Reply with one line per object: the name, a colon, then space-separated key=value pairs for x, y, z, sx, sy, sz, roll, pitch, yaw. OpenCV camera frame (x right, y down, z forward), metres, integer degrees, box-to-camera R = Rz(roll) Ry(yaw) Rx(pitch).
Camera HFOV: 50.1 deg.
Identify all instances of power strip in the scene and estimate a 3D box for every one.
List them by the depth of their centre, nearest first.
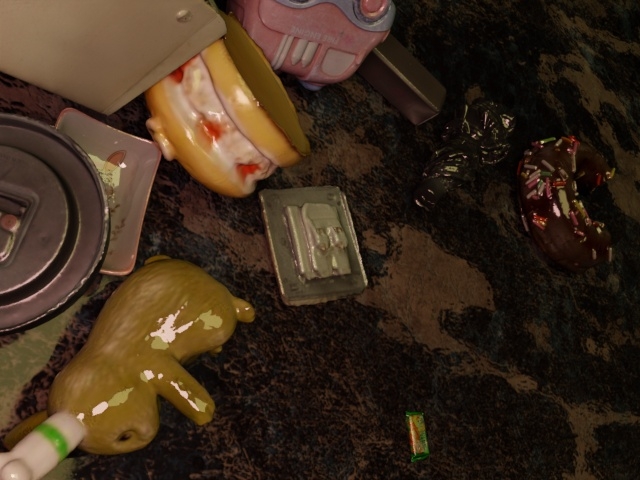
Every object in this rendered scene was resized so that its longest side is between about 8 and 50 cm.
power strip: x=0.000 y=0.000 z=1.192 sx=0.198 sy=0.065 sz=0.213 roll=-9 pitch=79 yaw=-41

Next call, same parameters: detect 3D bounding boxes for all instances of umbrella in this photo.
umbrella: x=0.299 y=-0.198 z=1.460 sx=0.337 sy=0.128 sz=0.154 roll=-34 pitch=99 yaw=-37

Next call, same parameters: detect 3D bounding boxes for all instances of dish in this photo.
dish: x=-0.322 y=-0.058 z=0.953 sx=0.151 sy=0.077 sz=0.212 roll=21 pitch=63 yaw=-29

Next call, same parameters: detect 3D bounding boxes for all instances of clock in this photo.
clock: x=-0.394 y=-0.018 z=0.822 sx=0.281 sy=0.055 sz=0.280 roll=3 pitch=74 yaw=-9

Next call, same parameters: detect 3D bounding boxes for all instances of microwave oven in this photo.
microwave oven: x=-0.330 y=-0.406 z=0.840 sx=0.394 sy=0.247 sz=0.333 roll=62 pitch=17 yaw=18

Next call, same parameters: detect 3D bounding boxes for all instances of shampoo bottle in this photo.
shampoo bottle: x=0.150 y=-0.350 z=1.421 sx=0.246 sy=0.080 sz=0.079 roll=38 pitch=54 yaw=-21

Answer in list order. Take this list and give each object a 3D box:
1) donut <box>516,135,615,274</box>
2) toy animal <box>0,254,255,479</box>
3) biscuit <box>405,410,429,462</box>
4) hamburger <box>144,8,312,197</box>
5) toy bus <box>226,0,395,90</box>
donut: x=0.592 y=-0.116 z=1.654 sx=0.259 sy=0.136 sz=0.345 roll=34 pitch=55 yaw=-28
toy animal: x=-0.243 y=0.189 z=0.865 sx=0.180 sy=0.181 sz=0.363 roll=41 pitch=57 yaw=-15
biscuit: x=0.175 y=0.352 z=1.236 sx=0.046 sy=0.016 sz=0.089 roll=4 pitch=72 yaw=-37
hamburger: x=-0.162 y=-0.209 z=1.031 sx=0.302 sy=0.186 sz=0.261 roll=63 pitch=12 yaw=4
toy bus: x=-0.030 y=-0.386 z=1.211 sx=0.294 sy=0.231 sz=0.197 roll=6 pitch=30 yaw=-31
